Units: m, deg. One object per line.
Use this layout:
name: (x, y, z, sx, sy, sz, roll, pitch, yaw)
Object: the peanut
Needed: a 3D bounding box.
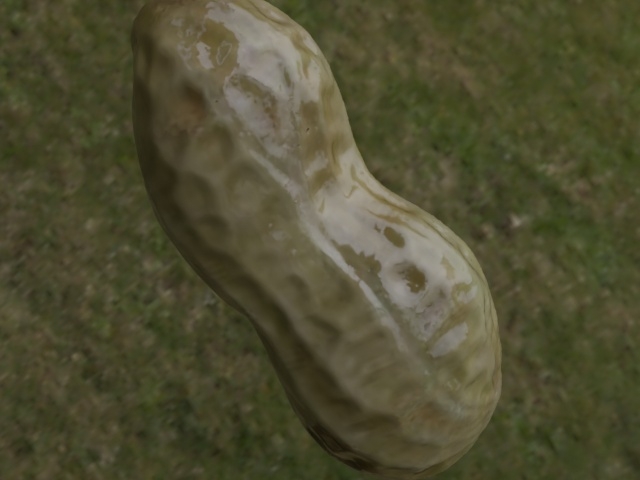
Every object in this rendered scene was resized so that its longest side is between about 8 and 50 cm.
peanut: (0.000, 0.000, 0.807, 0.298, 0.136, 0.120, 55, 40, -20)
